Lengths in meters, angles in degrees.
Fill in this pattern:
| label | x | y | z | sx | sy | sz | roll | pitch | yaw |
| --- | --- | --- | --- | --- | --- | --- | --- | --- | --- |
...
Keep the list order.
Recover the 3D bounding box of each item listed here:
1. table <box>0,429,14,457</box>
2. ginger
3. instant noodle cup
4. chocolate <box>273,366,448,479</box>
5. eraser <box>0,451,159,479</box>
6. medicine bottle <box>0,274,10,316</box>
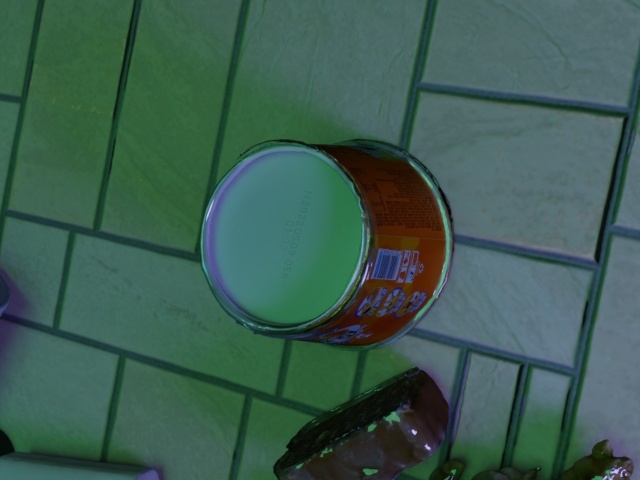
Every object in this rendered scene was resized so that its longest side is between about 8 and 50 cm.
| label | x | y | z | sx | sy | sz | roll | pitch | yaw |
| --- | --- | --- | --- | --- | --- | --- | --- | --- | --- |
| table | -0.564 | 0.371 | 1.409 | 0.133 | 0.043 | 0.134 | -1 | 87 | 25 |
| ginger | 0.224 | 0.337 | 1.035 | 0.333 | 0.080 | 0.166 | -24 | 63 | 29 |
| instant noodle cup | 0.000 | 0.000 | 1.074 | 0.296 | 0.214 | 0.297 | -2 | 86 | 25 |
| chocolate | 0.054 | 0.256 | 1.076 | 0.214 | 0.148 | 0.093 | -34 | 91 | 23 |
| eraser | -0.372 | 0.419 | 1.291 | 0.270 | 0.094 | 0.174 | -1 | 88 | 25 |
| medicine bottle | -0.657 | 0.161 | 1.350 | 0.245 | 0.245 | 0.306 | 43 | 102 | 20 |
